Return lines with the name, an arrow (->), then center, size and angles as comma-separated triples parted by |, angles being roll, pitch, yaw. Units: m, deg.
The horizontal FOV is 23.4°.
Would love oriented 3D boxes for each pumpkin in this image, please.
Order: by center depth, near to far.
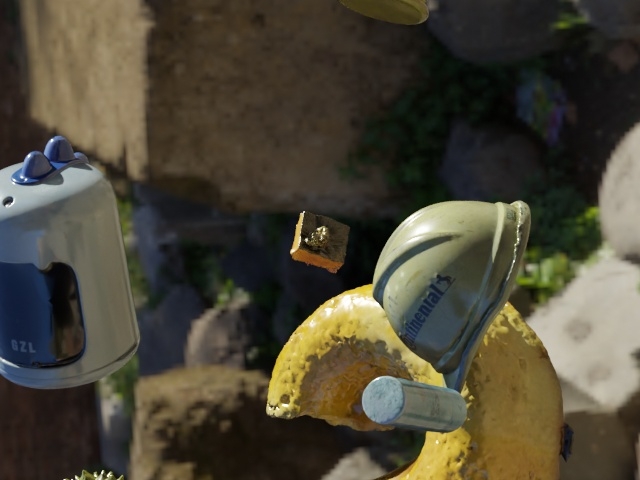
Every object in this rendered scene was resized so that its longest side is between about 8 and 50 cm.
pumpkin -> 0.000, 0.000, 2.311 | 0.054, 0.083, 0.074 | 128, 155, -52

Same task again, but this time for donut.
donut -> 0.115, 0.225, 1.998 | 0.378, 0.163, 0.435 | -48, 52, 30

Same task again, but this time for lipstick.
lipstick -> 0.094, 0.163, 1.524 | 0.158, 0.048, 0.048 | 20, -122, -61

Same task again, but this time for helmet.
helmet -> 0.129, 0.052, 1.763 | 0.204, 0.137, 0.258 | -79, 9, -61

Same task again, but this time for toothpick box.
toothpick box -> -0.413, 0.021, 2.413 | 0.263, 0.263, 0.355 | -126, 27, -60

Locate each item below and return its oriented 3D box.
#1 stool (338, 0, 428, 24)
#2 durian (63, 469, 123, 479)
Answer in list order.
stool -> 0.080, -0.309, 1.722 | 0.134, 0.135, 0.111 | 131, 154, -84
durian -> -0.321, 0.405, 2.012 | 0.176, 0.237, 0.200 | 44, 162, 16
